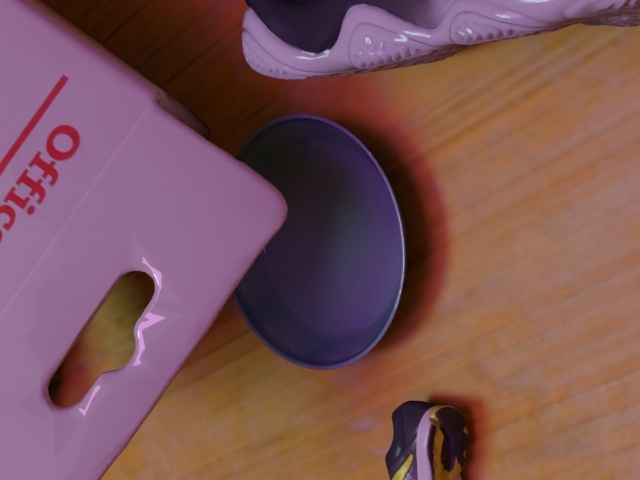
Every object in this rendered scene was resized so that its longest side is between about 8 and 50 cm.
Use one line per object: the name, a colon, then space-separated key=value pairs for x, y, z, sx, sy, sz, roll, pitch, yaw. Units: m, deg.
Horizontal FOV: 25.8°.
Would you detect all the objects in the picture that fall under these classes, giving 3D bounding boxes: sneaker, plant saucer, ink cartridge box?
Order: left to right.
ink cartridge box: x=-0.200 y=-0.036 z=0.664 sx=0.353 sy=0.119 sz=0.207 roll=36 pitch=91 yaw=8
plant saucer: x=0.000 y=0.000 z=0.652 sx=0.119 sy=0.021 sz=0.119 roll=10 pitch=104 yaw=42
sneaker: x=0.046 y=0.110 z=0.625 sx=0.035 sy=0.031 sz=0.083 roll=21 pitch=108 yaw=54
sneaker: x=0.060 y=-0.147 z=0.512 sx=0.269 sy=0.101 sz=0.153 roll=-4 pitch=97 yaw=47
